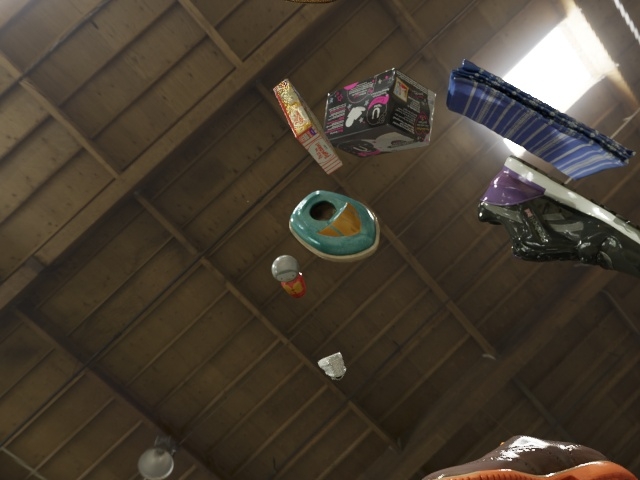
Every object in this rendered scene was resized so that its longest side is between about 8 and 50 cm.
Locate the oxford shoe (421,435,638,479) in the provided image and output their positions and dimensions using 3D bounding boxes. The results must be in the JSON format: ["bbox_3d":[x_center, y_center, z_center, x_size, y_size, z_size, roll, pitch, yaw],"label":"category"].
[{"bbox_3d":[0.233,0.298,0.496,0.271,0.098,0.097,4,-83,-10],"label":"oxford shoe"}]

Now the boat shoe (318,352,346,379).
[{"bbox_3d":[0.038,0.337,1.079,0.066,0.184,0.063,-17,-108,-14],"label":"boat shoe"}]

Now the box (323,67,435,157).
[{"bbox_3d":[0.144,-0.312,1.054,0.163,0.247,0.142,12,-95,-38],"label":"box"}]

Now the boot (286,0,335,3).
[{"bbox_3d":[0.061,-0.417,0.574,0.305,0.115,0.113,-12,-71,-4],"label":"boot"}]

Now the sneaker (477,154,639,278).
[{"bbox_3d":[0.352,-0.002,0.584,0.107,0.283,0.124,13,-63,-39],"label":"sneaker"}]

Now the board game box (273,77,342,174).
[{"bbox_3d":[-0.029,-0.264,0.944,0.045,0.194,0.147,-33,-39,12],"label":"board game box"}]

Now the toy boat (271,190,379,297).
[{"bbox_3d":[0.000,0.000,1.054,0.267,0.148,0.318,25,-114,29],"label":"toy boat"}]

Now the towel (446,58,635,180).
[{"bbox_3d":[0.399,-0.222,0.805,0.335,0.243,0.040,35,-82,10],"label":"towel"}]
